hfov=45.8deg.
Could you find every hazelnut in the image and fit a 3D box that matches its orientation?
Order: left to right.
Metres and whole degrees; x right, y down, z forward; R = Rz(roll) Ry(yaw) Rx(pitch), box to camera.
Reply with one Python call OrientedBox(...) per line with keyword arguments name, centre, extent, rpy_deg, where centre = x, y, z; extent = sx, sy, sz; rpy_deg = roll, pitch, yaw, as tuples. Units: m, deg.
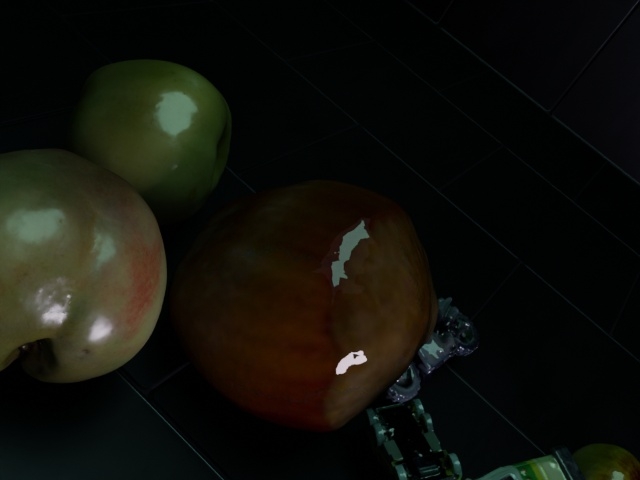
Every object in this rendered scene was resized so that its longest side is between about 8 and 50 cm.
OrientedBox(name="hazelnut", centre=(-0.016, 0.075, 1.032), extent=(0.366, 0.366, 0.366), rpy_deg=(22, 36, -17))

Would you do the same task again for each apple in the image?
OrientedBox(name="apple", centre=(-0.258, -0.152, 1.154), extent=(0.262, 0.262, 0.262), rpy_deg=(22, 36, -17))

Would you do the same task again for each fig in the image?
OrientedBox(name="fig", centre=(0.453, 0.391, 1.186), extent=(0.136, 0.121, 0.153), rpy_deg=(19, 36, -29))

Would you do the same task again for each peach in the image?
OrientedBox(name="peach", centre=(-0.321, 0.022, 0.879), extent=(0.292, 0.247, 0.292), rpy_deg=(9, 61, -17))

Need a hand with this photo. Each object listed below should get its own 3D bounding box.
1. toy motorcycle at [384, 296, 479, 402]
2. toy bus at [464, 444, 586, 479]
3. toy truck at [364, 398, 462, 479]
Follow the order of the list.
OrientedBox(name="toy motorcycle", centre=(0.153, 0.157, 1.244), extent=(0.159, 0.106, 0.270), rpy_deg=(51, 41, 13))
OrientedBox(name="toy bus", centre=(0.194, 0.365, 0.872), extent=(0.164, 0.276, 0.134), rpy_deg=(-2, 48, -26))
OrientedBox(name="toy truck", centre=(0.121, 0.304, 1.019), extent=(0.085, 0.116, 0.191), rpy_deg=(-11, 24, -11))
